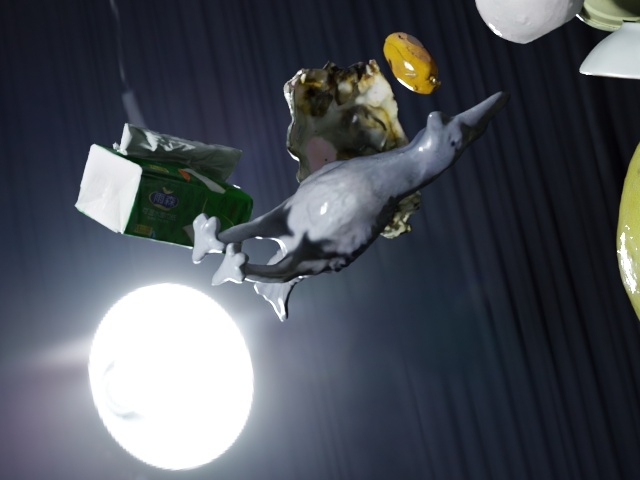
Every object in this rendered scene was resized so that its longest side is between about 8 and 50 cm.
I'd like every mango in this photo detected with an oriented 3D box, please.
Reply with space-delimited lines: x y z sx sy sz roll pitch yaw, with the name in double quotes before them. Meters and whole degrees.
"mango" 0.145 -0.291 1.443 0.063 0.127 0.077 -32 162 -13

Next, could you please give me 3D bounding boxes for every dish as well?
"dish" 0.400 -0.223 1.032 0.191 0.066 0.190 2 -166 -1

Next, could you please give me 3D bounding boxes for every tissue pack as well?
"tissue pack" -0.217 -0.080 1.287 0.209 0.156 0.148 13 -174 -44

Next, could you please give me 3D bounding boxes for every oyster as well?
"oyster" 0.047 -0.143 1.474 0.201 0.354 0.107 -31 -155 -15

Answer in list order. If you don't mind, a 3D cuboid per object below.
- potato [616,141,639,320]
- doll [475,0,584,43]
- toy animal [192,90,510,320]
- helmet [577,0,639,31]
"potato" 0.243 0.025 0.510 0.111 0.160 0.272 9 152 51
"doll" 0.229 -0.398 1.130 0.151 0.287 0.151 -30 -166 8
"toy animal" -0.016 -0.002 0.750 0.206 0.081 0.367 -14 159 -44
"helmet" 0.501 -0.449 1.345 0.258 0.204 0.137 -38 169 0
